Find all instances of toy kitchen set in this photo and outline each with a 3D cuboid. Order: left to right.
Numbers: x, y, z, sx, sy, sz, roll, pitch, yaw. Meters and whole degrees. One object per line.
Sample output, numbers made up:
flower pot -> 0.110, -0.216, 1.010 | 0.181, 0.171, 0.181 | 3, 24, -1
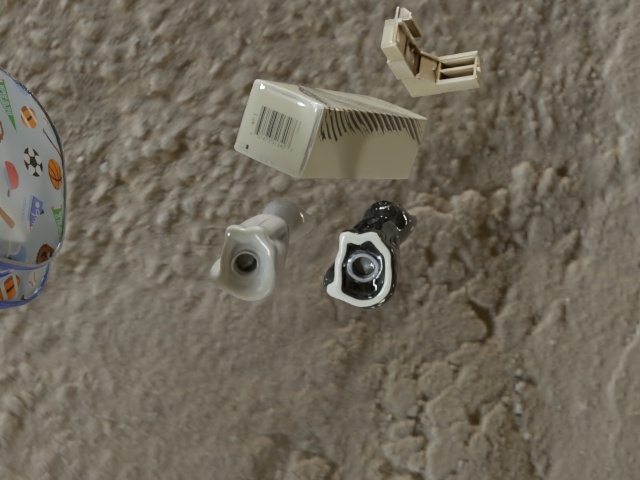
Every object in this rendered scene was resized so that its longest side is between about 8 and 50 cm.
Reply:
toy kitchen set -> 0.111, -0.195, 0.934 | 0.083, 0.075, 0.068 | 45, 48, -51

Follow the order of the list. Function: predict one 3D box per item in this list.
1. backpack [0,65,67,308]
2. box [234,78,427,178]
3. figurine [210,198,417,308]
backpack -> -0.350, -0.050, 0.868 | 0.213, 0.263, 0.277 | -4, 74, 14
box -> 0.022, -0.138, 1.230 | 0.275, 0.113, 0.094 | -7, 119, -58
figurine -> 0.000, 0.000, 1.128 | 0.214, 0.209, 0.092 | 3, 108, 14
